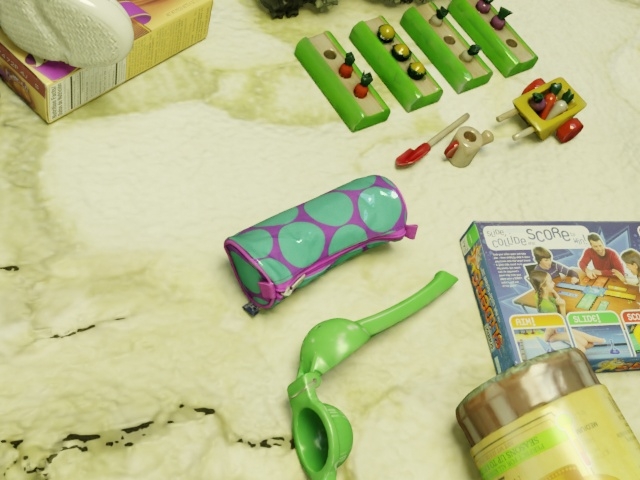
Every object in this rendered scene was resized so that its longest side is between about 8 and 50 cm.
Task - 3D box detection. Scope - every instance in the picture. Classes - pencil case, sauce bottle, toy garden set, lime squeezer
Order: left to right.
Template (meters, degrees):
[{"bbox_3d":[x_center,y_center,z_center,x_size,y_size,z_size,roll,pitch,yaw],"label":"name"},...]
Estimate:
[{"bbox_3d":[0.000,0.000,0.641,0.152,0.064,0.070,-27,53,-28],"label":"pencil case"},{"bbox_3d":[0.022,0.129,0.584,0.110,0.059,0.310,40,49,-26],"label":"lime squeezer"},{"bbox_3d":[0.132,-0.161,0.790,0.244,0.049,0.204,-24,68,-27],"label":"toy garden set"},{"bbox_3d":[0.209,0.240,0.521,0.111,0.111,0.344,-14,62,-24],"label":"sauce bottle"}]

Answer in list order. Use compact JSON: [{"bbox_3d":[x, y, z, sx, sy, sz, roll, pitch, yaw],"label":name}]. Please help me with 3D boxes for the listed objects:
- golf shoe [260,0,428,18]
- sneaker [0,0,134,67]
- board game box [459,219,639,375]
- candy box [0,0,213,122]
[{"bbox_3d":[0.058,-0.306,0.808,0.273,0.105,0.120,-10,81,-21],"label":"golf shoe"},{"bbox_3d":[-0.238,-0.230,0.640,0.240,0.091,0.126,25,54,3],"label":"sneaker"},{"bbox_3d":[0.233,0.047,0.697,0.201,0.035,0.136,0,59,-16],"label":"board game box"},{"bbox_3d":[-0.201,-0.194,0.713,0.109,0.053,0.187,43,56,13],"label":"candy box"}]
